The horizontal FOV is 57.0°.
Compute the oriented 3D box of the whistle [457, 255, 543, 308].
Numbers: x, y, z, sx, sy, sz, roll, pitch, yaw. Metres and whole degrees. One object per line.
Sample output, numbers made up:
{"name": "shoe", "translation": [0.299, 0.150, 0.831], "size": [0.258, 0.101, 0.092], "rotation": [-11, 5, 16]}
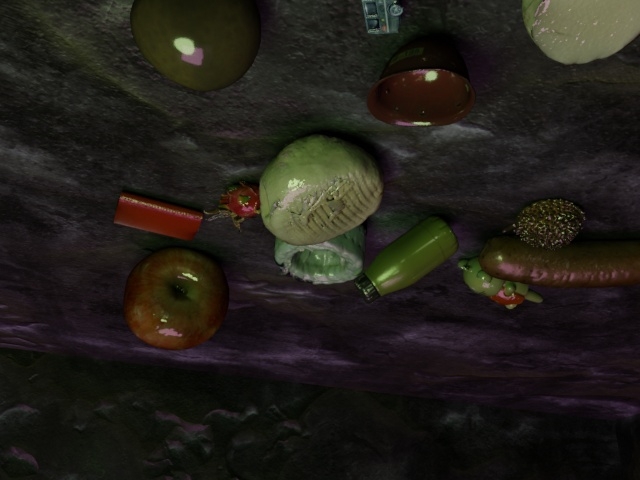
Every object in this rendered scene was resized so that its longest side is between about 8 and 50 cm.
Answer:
{"name": "whistle", "translation": [0.495, 0.119, 1.614], "size": [0.288, 0.106, 0.131], "rotation": [23, -174, -25]}

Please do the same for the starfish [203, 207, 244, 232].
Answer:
{"name": "starfish", "translation": [-0.223, -0.058, 1.456], "size": [0.133, 0.041, 0.130], "rotation": [8, 164, 22]}

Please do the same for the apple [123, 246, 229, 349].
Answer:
{"name": "apple", "translation": [-0.401, 0.168, 1.644], "size": [0.302, 0.301, 0.301], "rotation": [3, 152, 1]}

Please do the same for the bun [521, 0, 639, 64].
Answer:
{"name": "bun", "translation": [0.354, -0.332, 0.783], "size": [0.173, 0.120, 0.173], "rotation": [1, 145, 1]}

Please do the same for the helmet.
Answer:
{"name": "helmet", "translation": [0.161, -0.262, 0.952], "size": [0.175, 0.106, 0.155], "rotation": [-19, 146, 42]}

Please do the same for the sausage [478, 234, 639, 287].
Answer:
{"name": "sausage", "translation": [0.649, 0.054, 1.478], "size": [0.501, 0.123, 0.136], "rotation": [2, 123, 4]}

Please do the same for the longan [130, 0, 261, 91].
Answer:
{"name": "longan", "translation": [-0.180, -0.306, 0.861], "size": [0.189, 0.189, 0.189], "rotation": [3, 152, 1]}

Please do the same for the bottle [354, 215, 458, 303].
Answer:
{"name": "bottle", "translation": [0.199, 0.051, 1.408], "size": [0.260, 0.112, 0.112], "rotation": [-35, 150, -6]}

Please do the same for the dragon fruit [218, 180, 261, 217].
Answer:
{"name": "dragon fruit", "translation": [-0.176, -0.093, 1.342], "size": [0.116, 0.081, 0.086], "rotation": [2, 163, 2]}

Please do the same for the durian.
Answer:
{"name": "durian", "translation": [0.524, -0.023, 1.376], "size": [0.189, 0.091, 0.148], "rotation": [-4, 151, 18]}

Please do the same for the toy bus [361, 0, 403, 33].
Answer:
{"name": "toy bus", "translation": [0.082, -0.366, 0.830], "size": [0.065, 0.047, 0.166], "rotation": [0, 153, 14]}

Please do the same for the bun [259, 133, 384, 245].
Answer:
{"name": "bun", "translation": [-0.003, -0.109, 1.198], "size": [0.273, 0.168, 0.273], "rotation": [-16, 148, -10]}

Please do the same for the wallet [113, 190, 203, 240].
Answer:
{"name": "wallet", "translation": [-0.403, -0.060, 1.466], "size": [0.204, 0.045, 0.142], "rotation": [14, 151, -18]}

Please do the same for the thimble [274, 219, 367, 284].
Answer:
{"name": "thimble", "translation": [0.000, 0.000, 1.421], "size": [0.237, 0.150, 0.237], "rotation": [3, 151, 2]}
